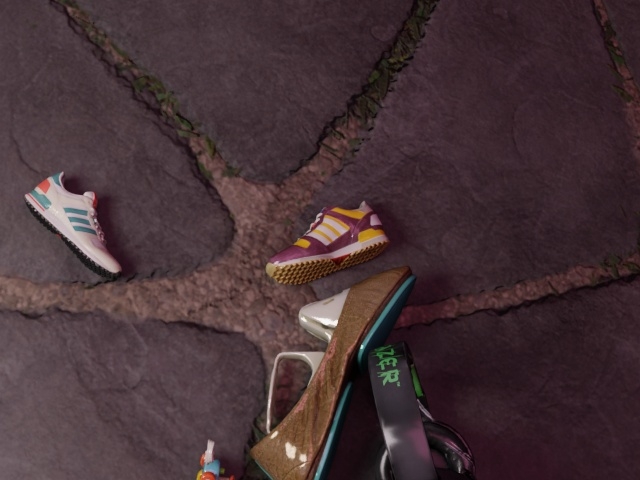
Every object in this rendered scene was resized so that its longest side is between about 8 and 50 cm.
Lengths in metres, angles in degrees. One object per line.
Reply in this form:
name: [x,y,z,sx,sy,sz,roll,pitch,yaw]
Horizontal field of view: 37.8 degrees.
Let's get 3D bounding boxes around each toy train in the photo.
toy train: [-0.126,0.325,1.099,0.046,0.125,0.166,11,64,-9]

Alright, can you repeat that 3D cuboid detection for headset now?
headset: [0.159,0.307,1.134,0.185,0.243,0.394,-14,105,6]

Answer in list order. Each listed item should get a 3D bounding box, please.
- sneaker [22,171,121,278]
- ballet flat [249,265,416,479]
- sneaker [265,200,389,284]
sneaker: [-0.305,-0.024,1.210,0.161,0.057,0.075,42,70,5]
ballet flat: [0.008,0.159,1.221,0.124,0.116,0.342,22,69,13]
sneaker: [0.000,0.000,1.292,0.185,0.069,0.084,-14,66,-27]
